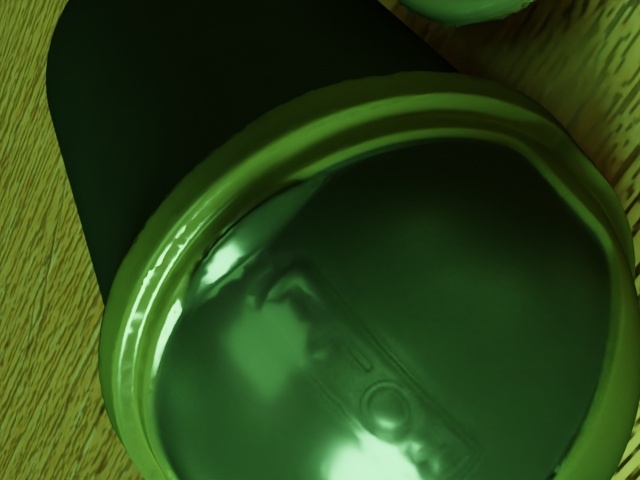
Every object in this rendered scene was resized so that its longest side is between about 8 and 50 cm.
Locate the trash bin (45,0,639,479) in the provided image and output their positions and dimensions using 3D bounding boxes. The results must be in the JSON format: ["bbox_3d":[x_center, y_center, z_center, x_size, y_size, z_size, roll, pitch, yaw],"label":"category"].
[{"bbox_3d":[0.000,0.000,0.525,0.214,0.214,0.334,-65,34,28],"label":"trash bin"}]

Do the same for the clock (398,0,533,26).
[{"bbox_3d":[0.092,-0.210,0.546,0.236,0.053,0.236,-15,72,56],"label":"clock"}]
